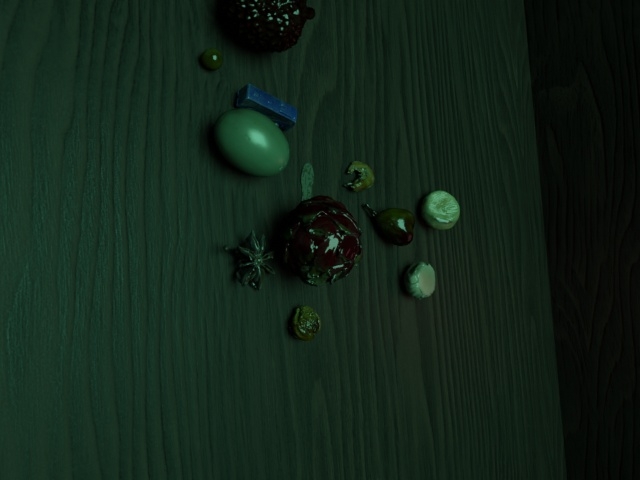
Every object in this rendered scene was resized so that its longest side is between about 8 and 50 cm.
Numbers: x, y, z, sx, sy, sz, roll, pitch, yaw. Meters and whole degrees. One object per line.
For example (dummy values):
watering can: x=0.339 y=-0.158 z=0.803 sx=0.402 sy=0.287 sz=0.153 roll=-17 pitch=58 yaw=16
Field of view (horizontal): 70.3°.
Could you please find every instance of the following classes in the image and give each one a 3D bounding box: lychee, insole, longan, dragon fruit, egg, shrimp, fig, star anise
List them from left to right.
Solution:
longan: x=-0.372 y=-0.621 z=1.548 sx=0.075 sy=0.075 sz=0.083 roll=-29 pitch=63 yaw=-38
star anise: x=-0.243 y=0.064 z=1.568 sx=0.231 sy=0.089 sz=0.209 roll=55 pitch=43 yaw=-29
egg: x=-0.229 y=-0.329 z=1.543 sx=0.283 sy=0.203 sz=0.202 roll=31 pitch=67 yaw=-30
lychee: x=-0.177 y=-0.815 z=1.589 sx=0.331 sy=0.306 sz=0.305 roll=3 pitch=83 yaw=-12
insole: x=-0.053 y=-0.215 z=1.810 sx=0.065 sy=0.006 sz=0.193 roll=7 pitch=82 yaw=-40
dragon fruit: x=-0.001 y=-0.002 z=1.643 sx=0.329 sy=0.329 sz=0.328 roll=5 pitch=83 yaw=-40
shrimp: x=0.163 y=-0.276 z=1.981 sx=0.187 sy=0.052 sz=0.132 roll=-35 pitch=89 yaw=-42
fig: x=0.307 y=-0.091 z=2.030 sx=0.274 sy=0.146 sz=0.170 roll=28 pitch=66 yaw=-20

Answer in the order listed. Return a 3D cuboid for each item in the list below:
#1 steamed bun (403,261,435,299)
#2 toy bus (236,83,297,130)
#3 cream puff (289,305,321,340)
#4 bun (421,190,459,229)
steamed bun: x=0.459 y=0.190 z=2.139 sx=0.183 sy=0.106 sz=0.182 roll=2 pitch=86 yaw=-43
toy bus: x=-0.191 y=-0.481 z=1.662 sx=0.237 sy=0.094 sz=0.079 roll=17 pitch=75 yaw=-38
cream puff: x=-0.052 y=0.310 z=1.700 sx=0.120 sy=0.104 sz=0.132 roll=12 pitch=77 yaw=-32
bun: x=0.587 y=-0.141 z=2.276 sx=0.223 sy=0.127 sz=0.222 roll=7 pitch=64 yaw=-14
